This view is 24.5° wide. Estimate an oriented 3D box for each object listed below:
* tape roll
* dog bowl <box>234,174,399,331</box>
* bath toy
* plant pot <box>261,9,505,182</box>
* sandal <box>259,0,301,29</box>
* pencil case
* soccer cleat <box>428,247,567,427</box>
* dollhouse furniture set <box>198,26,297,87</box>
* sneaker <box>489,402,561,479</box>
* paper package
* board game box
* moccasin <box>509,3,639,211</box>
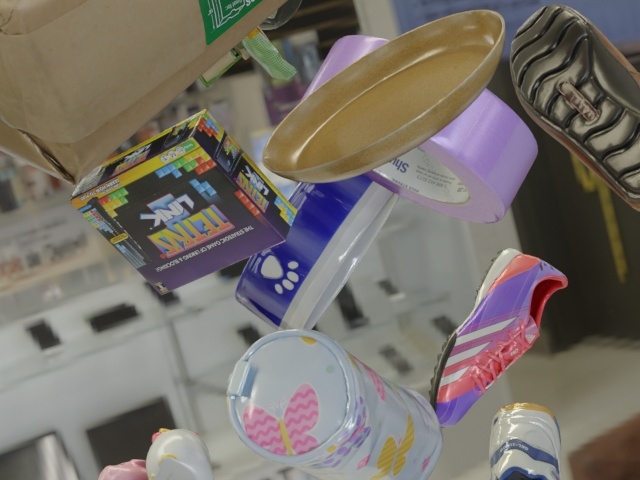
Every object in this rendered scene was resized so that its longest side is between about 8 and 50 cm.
[{"bbox_3d":[0.114,-0.128,1.734,0.090,0.275,0.275,-60,26,-12],"label":"tape roll"},{"bbox_3d":[0.000,0.000,1.954,0.265,0.104,0.265,-56,-6,-8],"label":"dog bowl"},{"bbox_3d":[-0.283,0.396,2.201,0.348,0.151,0.129,-47,9,25],"label":"bath toy"},{"bbox_3d":[0.058,-0.117,1.248,0.236,0.032,0.236,-28,22,12],"label":"plant pot"},{"bbox_3d":[-0.104,-0.398,2.093,0.120,0.302,0.086,16,-49,-31],"label":"sandal"},{"bbox_3d":[0.018,0.156,1.286,0.124,0.113,0.273,30,-4,25],"label":"pencil case"},{"bbox_3d":[0.275,0.160,2.309,0.116,0.108,0.318,19,68,29],"label":"soccer cleat"},{"bbox_3d":[-0.088,-0.181,1.449,0.058,0.076,0.152,-41,21,-8],"label":"dollhouse furniture set"},{"bbox_3d":[0.261,0.351,1.843,0.112,0.296,0.131,-8,31,20],"label":"sneaker"},{"bbox_3d":[-0.203,-0.234,1.127,0.309,0.168,0.325,24,54,30],"label":"paper package"},{"bbox_3d":[-0.132,-0.032,1.405,0.170,0.141,0.048,-24,29,35],"label":"board game box"},{"bbox_3d":[0.352,-0.154,1.761,0.139,0.147,0.380,-50,44,11],"label":"moccasin"}]
